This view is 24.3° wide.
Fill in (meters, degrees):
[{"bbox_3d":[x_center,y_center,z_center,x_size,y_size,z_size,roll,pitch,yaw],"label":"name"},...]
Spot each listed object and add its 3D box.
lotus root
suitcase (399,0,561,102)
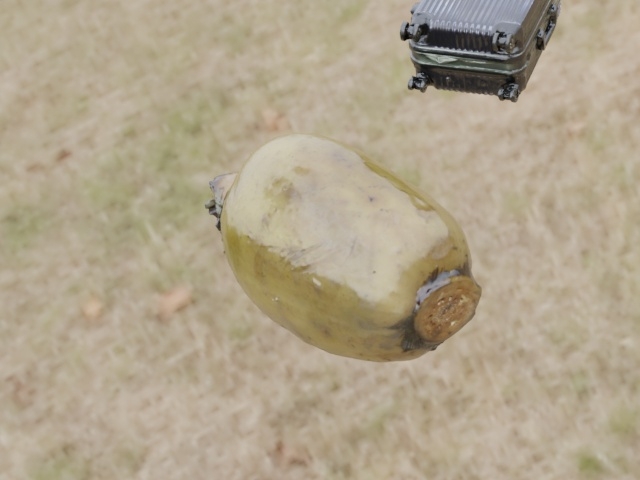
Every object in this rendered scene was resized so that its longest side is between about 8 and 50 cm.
[{"bbox_3d":[0.000,0.000,0.930,0.221,0.125,0.118,26,8,32],"label":"lotus root"},{"bbox_3d":[0.110,-0.147,0.983,0.086,0.059,0.126,10,45,20],"label":"suitcase"}]
